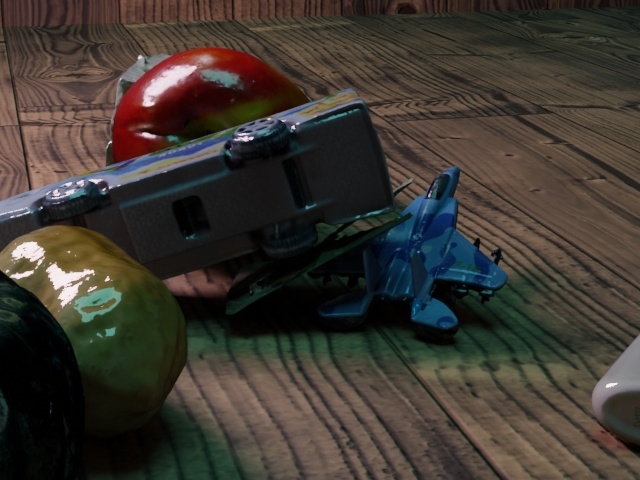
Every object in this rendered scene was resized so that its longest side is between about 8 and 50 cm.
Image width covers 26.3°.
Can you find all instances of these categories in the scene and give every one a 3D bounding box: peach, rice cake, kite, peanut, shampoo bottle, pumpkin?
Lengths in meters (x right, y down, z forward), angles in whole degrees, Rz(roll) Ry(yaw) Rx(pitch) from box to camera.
[{"bbox_3d":[-0.094,-0.088,1.310,0.196,0.189,0.226,-22,-3,2],"label":"peach"},{"bbox_3d":[-0.216,-0.164,1.695,0.043,0.127,0.237,13,14,3],"label":"rice cake"},{"bbox_3d":[0.001,0.001,1.155,0.250,0.012,0.229,-34,12,-40],"label":"kite"},{"bbox_3d":[-0.165,0.058,0.915,0.129,0.129,0.224,-11,16,-32],"label":"peanut"},{"bbox_3d":[0.267,0.085,0.950,0.108,0.051,0.221,6,17,27],"label":"shampoo bottle"},{"bbox_3d":[-0.242,0.093,0.730,0.233,0.163,0.233,10,20,-4],"label":"pumpkin"}]

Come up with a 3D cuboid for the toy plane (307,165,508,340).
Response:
[{"bbox_3d":[0.087,0.003,1.169,0.169,0.078,0.246,4,25,18],"label":"toy plane"}]

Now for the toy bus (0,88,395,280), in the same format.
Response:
[{"bbox_3d":[-0.110,-0.033,1.131,0.330,0.109,0.136,-17,19,1],"label":"toy bus"}]
